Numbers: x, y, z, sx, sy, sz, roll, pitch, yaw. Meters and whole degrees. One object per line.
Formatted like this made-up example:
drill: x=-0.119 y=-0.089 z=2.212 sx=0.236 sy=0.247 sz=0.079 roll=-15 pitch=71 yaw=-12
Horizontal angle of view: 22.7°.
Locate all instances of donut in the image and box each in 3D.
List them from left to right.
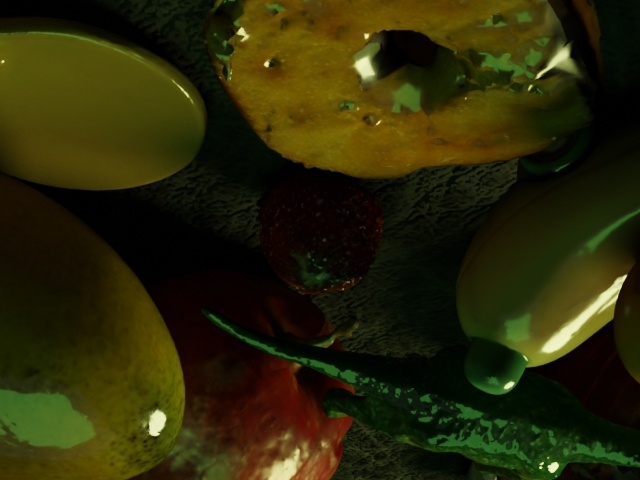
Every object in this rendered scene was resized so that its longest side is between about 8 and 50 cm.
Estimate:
donut: x=0.051 y=-0.123 z=0.958 sx=0.253 sy=0.118 sz=0.253 roll=4 pitch=147 yaw=3

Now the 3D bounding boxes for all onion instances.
onion: x=0.265 y=0.173 z=1.349 sx=0.252 sy=0.219 sz=0.252 roll=40 pitch=148 yaw=31

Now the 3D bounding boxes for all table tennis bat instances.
table tennis bat: x=-0.213 y=-0.114 z=1.084 sx=0.198 sy=0.050 sz=0.321 roll=-15 pitch=147 yaw=33

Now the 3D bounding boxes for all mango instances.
mango: x=-0.273 y=0.066 z=1.178 sx=0.378 sy=0.221 sz=0.264 roll=15 pitch=123 yaw=20

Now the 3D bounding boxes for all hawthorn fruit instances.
hawthorn fruit: x=-0.065 y=0.121 z=1.301 sx=0.241 sy=0.242 sz=0.271 roll=25 pitch=132 yaw=-29

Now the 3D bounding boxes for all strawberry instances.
strawberry: x=0.001 y=0.000 z=1.194 sx=0.106 sy=0.106 sz=0.106 roll=4 pitch=149 yaw=3

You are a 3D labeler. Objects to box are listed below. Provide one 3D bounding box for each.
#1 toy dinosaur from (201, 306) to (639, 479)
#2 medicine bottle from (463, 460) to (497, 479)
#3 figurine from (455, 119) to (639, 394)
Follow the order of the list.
toy dinosaur: x=0.152 y=0.129 z=1.131 sx=0.447 sy=0.087 sz=0.301 roll=18 pitch=172 yaw=-26
medicine bottle: x=0.185 y=0.237 z=1.572 sx=0.083 sy=0.083 sz=0.203 roll=6 pitch=151 yaw=-1
figurine: x=0.235 y=0.010 z=1.046 sx=0.324 sy=0.222 sz=0.124 roll=-14 pitch=142 yaw=31
